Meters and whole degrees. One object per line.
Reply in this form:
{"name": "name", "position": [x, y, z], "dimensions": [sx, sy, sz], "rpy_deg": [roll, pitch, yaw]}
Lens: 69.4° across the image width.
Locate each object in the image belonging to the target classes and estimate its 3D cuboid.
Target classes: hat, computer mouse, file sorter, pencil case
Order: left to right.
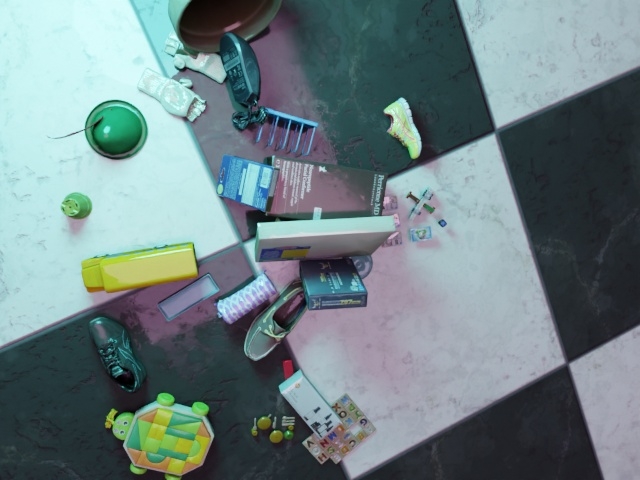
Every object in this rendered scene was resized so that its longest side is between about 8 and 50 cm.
{"name": "hat", "position": [-0.604, -0.312, 1.310], "dimensions": [0.173, 0.183, 0.208], "rpy_deg": [40, 88, -15]}
{"name": "computer mouse", "position": [-0.222, -0.476, 1.372], "dimensions": [0.072, 0.188, 0.272], "rpy_deg": [-25, 110, -34]}
{"name": "pencil case", "position": [-0.244, 0.190, 1.520], "dimensions": [0.206, 0.086, 0.088], "rpy_deg": [-32, 76, -8]}
{"name": "file sorter", "position": [-0.111, -0.340, 1.457], "dimensions": [0.170, 0.118, 0.104], "rpy_deg": [13, 99, -14]}

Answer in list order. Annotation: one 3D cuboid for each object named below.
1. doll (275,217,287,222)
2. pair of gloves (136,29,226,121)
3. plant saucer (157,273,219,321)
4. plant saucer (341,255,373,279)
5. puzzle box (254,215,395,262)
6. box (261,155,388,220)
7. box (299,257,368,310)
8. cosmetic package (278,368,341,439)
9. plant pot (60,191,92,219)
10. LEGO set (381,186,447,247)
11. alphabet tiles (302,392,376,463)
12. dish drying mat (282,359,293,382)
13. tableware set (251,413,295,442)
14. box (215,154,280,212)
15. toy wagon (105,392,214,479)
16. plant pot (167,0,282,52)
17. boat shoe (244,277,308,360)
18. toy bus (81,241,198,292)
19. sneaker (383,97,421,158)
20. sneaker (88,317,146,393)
{"name": "doll", "position": [-0.062, -0.033, 1.515], "dimensions": [0.189, 0.129, 0.046], "rpy_deg": [10, 60, -26]}
{"name": "pair of gloves", "position": [-0.412, -0.501, 1.402], "dimensions": [0.204, 0.042, 0.240], "rpy_deg": [35, 90, -15]}
{"name": "plant saucer", "position": [-0.430, 0.186, 1.507], "dimensions": [0.192, 0.018, 0.067], "rpy_deg": [-32, 103, -8]}
{"name": "plant saucer", "position": [0.130, 0.085, 1.620], "dimensions": [0.119, 0.021, 0.119], "rpy_deg": [-2, 98, -12]}
{"name": "puzzle box", "position": [0.000, 0.000, 1.449], "dimensions": [0.409, 0.272, 0.052], "rpy_deg": [-3, 74, -12]}
{"name": "box", "position": [0.010, -0.152, 1.500], "dimensions": [0.381, 0.143, 0.191], "rpy_deg": [5, 96, -15]}
{"name": "box", "position": [0.035, 0.134, 1.478], "dimensions": [0.183, 0.232, 0.059], "rpy_deg": [-3, 115, -8]}
{"name": "cosmetic package", "position": [-0.034, 0.577, 1.623], "dimensions": [0.099, 0.060, 0.239], "rpy_deg": [-39, 104, -7]}
{"name": "plant pot", "position": [-0.729, -0.101, 1.365], "dimensions": [0.083, 0.079, 0.083], "rpy_deg": [-2, 98, -13]}
{"name": "LEGO set", "position": [0.321, -0.084, 1.638], "dimensions": [0.244, 0.060, 0.182], "rpy_deg": [-10, 104, -2]}
{"name": "alphabet tiles", "position": [0.060, 0.705, 1.698], "dimensions": [0.237, 0.009, 0.198], "rpy_deg": [-39, 104, -6]}
{"name": "dish drying mat", "position": [-0.112, 0.460, 1.624], "dimensions": [0.032, 0.008, 0.083], "rpy_deg": [-9, 101, -11]}
{"name": "tableware set", "position": [-0.167, 0.666, 1.634], "dimensions": [0.154, 0.024, 0.104], "rpy_deg": [3, 100, -15]}
{"name": "box", "position": [-0.228, -0.181, 1.426], "dimensions": [0.036, 0.225, 0.136], "rpy_deg": [-1, 108, -55]}
{"name": "toy wagon", "position": [-0.536, 0.643, 1.520], "dimensions": [0.344, 0.068, 0.267], "rpy_deg": [21, 92, -15]}
{"name": "plant pot", "position": [-0.306, -0.740, 1.277], "dimensions": [0.323, 0.323, 0.280], "rpy_deg": [-26, 87, -8]}
{"name": "boat shoe", "position": [-0.140, 0.272, 1.544], "dimensions": [0.116, 0.097, 0.324], "rpy_deg": [39, 88, -16]}
{"name": "toy bus", "position": [-0.547, 0.085, 1.406], "dimensions": [0.333, 0.130, 0.108], "rpy_deg": [-10, 100, -12]}
{"name": "sneaker", "position": [0.275, -0.368, 1.567], "dimensions": [0.094, 0.081, 0.208], "rpy_deg": [-23, 96, -2]}
{"name": "sneaker", "position": [-0.632, 0.359, 1.440], "dimensions": [0.101, 0.106, 0.267], "rpy_deg": [-31, 102, -6]}
